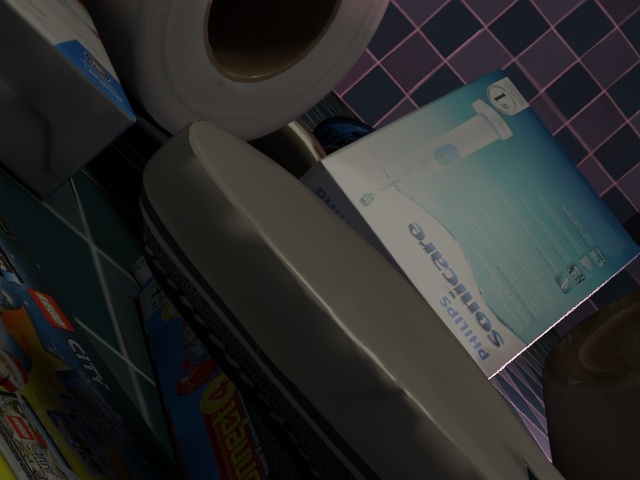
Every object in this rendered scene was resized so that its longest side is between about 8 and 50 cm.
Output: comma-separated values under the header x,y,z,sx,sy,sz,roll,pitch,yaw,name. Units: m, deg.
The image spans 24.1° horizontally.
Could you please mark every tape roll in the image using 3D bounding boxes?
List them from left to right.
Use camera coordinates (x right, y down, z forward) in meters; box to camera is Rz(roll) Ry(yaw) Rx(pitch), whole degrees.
x,y,z,sx,sy,sz,roll,pitch,yaw,name
-0.083,-0.216,1.120,0.169,0.246,0.246,42,2,34,tape roll

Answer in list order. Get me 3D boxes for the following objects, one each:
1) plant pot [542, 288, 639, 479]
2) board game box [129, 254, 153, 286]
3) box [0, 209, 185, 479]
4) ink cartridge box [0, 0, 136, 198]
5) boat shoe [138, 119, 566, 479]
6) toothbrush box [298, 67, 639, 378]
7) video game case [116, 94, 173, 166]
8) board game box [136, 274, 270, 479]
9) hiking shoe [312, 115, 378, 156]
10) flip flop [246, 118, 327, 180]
x,y,z,sx,sy,sz,roll,pitch,yaw,name
0.285,0.173,0.977,0.323,0.323,0.280,-90,157,-78,plant pot
-0.044,0.014,0.985,0.026,0.103,0.154,53,8,29,board game box
-0.145,0.031,0.557,0.233,0.044,0.159,52,8,22,box
-0.206,-0.142,0.930,0.134,0.078,0.231,44,9,-36,ink cartridge box
0.015,0.127,0.567,0.340,0.158,0.127,49,14,-3,boat shoe
0.110,0.003,1.278,0.216,0.126,0.295,53,40,5,toothbrush box
-0.108,-0.062,1.118,0.274,0.026,0.196,40,3,29,video game case
0.047,0.163,0.834,0.308,0.086,0.302,45,9,-28,board game box
0.045,-0.101,1.999,0.132,0.113,0.304,44,9,-35,hiking shoe
0.000,0.000,1.355,0.277,0.112,0.080,54,39,-5,flip flop
